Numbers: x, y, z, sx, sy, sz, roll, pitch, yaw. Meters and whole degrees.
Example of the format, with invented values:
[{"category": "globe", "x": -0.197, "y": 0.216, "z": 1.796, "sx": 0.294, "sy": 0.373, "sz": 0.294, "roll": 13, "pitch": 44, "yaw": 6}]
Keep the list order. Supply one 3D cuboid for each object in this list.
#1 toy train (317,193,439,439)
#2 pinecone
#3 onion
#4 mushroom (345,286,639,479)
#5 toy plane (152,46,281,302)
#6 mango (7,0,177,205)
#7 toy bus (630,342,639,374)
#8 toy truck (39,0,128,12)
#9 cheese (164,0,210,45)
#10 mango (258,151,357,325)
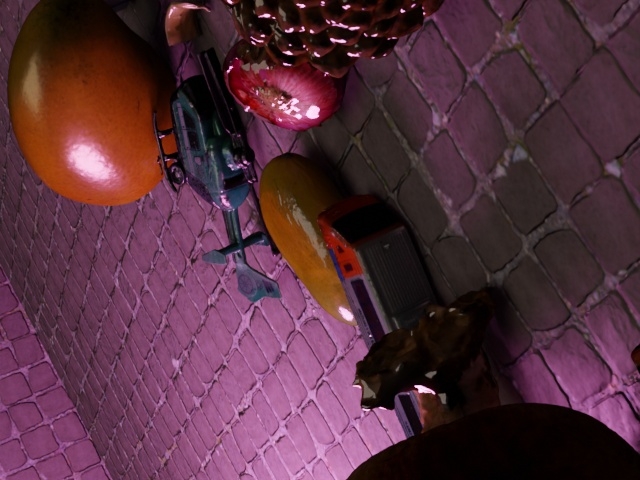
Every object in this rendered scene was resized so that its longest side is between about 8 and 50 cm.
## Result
[{"category": "toy train", "x": 0.116, "y": 0.136, "z": 1.357, "sx": 0.089, "sy": 0.086, "sz": 0.409, "roll": -19, "pitch": 94, "yaw": 62}, {"category": "pinecone", "x": 0.005, "y": -0.299, "z": 1.077, "sx": 0.243, "sy": 0.243, "sz": 0.257, "roll": 117, "pitch": 145, "yaw": -56}, {"category": "onion", "x": -0.035, "y": -0.216, "z": 1.355, "sx": 0.150, "sy": 0.140, "sz": 0.150, "roll": 13, "pitch": 152, "yaw": 7}, {"category": "mushroom", "x": 0.158, "y": 0.289, "z": 1.180, "sx": 0.334, "sy": 0.331, "sz": 0.356, "roll": 59, "pitch": 172, "yaw": -25}, {"category": "toy plane", "x": -0.143, "y": -0.089, "z": 1.637, "sx": 0.155, "sy": 0.106, "sz": 0.382, "roll": 5, "pitch": 110, "yaw": 47}, {"category": "mango", "x": -0.339, "y": -0.205, "z": 1.674, "sx": 0.221, "sy": 0.264, "sz": 0.378, "roll": 21, "pitch": 153, "yaw": 22}, {"category": "toy bus", "x": 0.326, "y": 0.138, "z": 1.032, "sx": 0.110, "sy": 0.043, "sz": 0.031, "roll": 61, "pitch": 152, "yaw": 10}, {"category": "toy truck", "x": -0.360, "y": -0.415, "z": 1.740, "sx": 0.268, "sy": 0.124, "sz": 0.155, "roll": 24, "pitch": 138, "yaw": 55}, {"category": "cheese", "x": -0.186, "y": -0.317, "z": 1.580, "sx": 0.041, "sy": 0.060, "sz": 0.084, "roll": 60, "pitch": 145, "yaw": 15}, {"category": "mango", "x": 0.001, "y": -0.004, "z": 1.454, "sx": 0.237, "sy": 0.091, "sz": 0.137, "roll": 55, "pitch": 157, "yaw": 9}]
